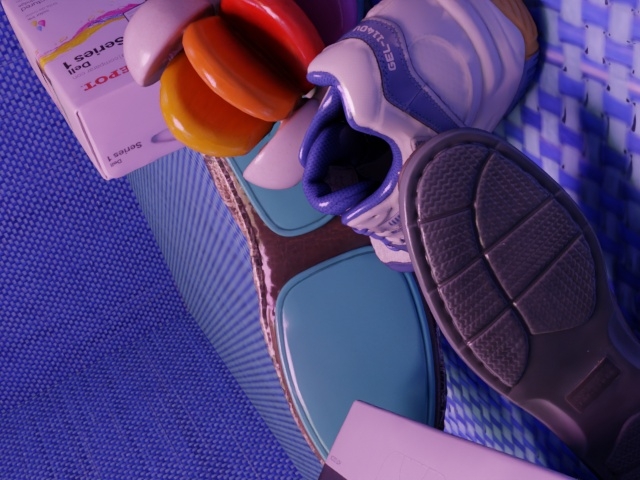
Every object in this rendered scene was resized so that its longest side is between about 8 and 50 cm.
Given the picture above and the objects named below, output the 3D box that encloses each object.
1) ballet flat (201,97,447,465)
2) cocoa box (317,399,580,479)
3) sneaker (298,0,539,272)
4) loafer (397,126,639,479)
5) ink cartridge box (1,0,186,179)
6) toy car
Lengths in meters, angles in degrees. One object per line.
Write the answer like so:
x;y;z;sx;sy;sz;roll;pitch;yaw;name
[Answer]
0.000;0.000;0.727;0.182;0.164;0.482;-65;-47;-83;ballet flat
0.120;0.267;0.466;0.231;0.228;0.347;28;168;-12;cocoa box
0.040;-0.052;0.502;0.112;0.131;0.296;51;163;25;sneaker
0.127;0.049;0.427;0.267;0.096;0.084;50;-179;-14;loafer
-0.248;-0.233;0.937;0.278;0.201;0.117;50;161;34;ink cartridge box
-0.033;-0.141;0.519;0.159;0.182;0.136;40;143;-6;toy car
